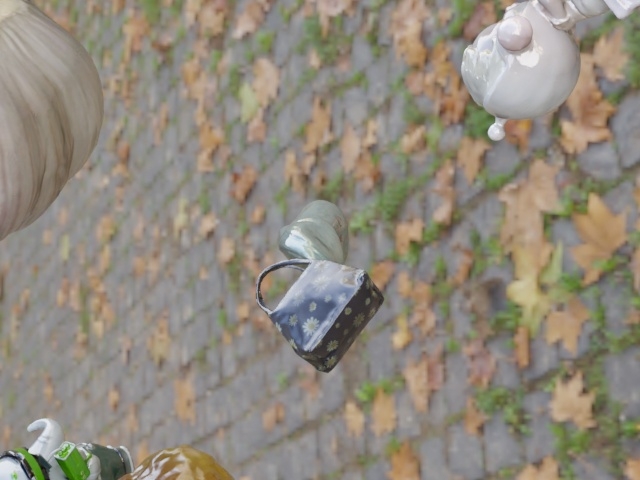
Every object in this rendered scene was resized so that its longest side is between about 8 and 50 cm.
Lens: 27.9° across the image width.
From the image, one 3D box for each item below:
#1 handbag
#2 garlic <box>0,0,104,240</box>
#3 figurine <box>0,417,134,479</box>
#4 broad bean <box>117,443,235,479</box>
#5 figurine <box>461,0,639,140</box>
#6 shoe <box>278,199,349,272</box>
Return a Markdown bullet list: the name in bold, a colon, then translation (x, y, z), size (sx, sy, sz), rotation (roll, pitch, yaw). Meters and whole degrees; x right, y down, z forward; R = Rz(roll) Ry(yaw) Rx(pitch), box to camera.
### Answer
- **handbag**: translation (-0.014, 0.066, 1.427), size (0.139, 0.072, 0.115), rotation (30, 78, 35)
- **garlic**: translation (-0.363, -0.124, 1.181), size (0.317, 0.318, 0.259), rotation (-119, 39, -48)
- **figurine**: translation (-0.293, 0.262, 1.372), size (0.147, 0.192, 0.126), rotation (5, 107, 48)
- **broad bean**: translation (-0.124, 0.274, 0.994), size (0.156, 0.122, 0.228), rotation (-24, 46, 47)
- **figurine**: translation (0.255, -0.224, 1.412), size (0.256, 0.145, 0.182), rotation (-47, 15, 32)
- **shoe**: translation (0.000, 0.000, 1.771), size (0.100, 0.103, 0.251), rotation (-45, 9, -1)
